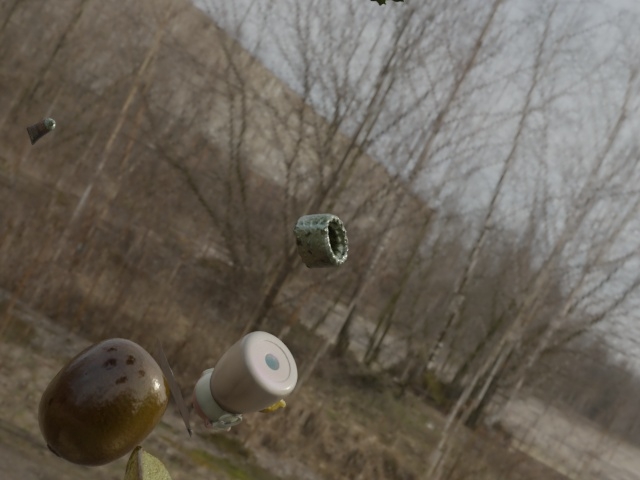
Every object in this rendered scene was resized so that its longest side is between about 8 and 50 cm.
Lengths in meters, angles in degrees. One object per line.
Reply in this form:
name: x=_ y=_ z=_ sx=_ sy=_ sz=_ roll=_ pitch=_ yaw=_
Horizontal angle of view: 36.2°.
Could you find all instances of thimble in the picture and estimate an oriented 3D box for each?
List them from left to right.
thimble: x=0.000 y=0.000 z=1.593 sx=0.062 sy=0.084 sz=0.110 roll=-5 pitch=-19 yaw=22

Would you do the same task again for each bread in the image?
bread: x=-0.247 y=0.375 z=1.320 sx=0.065 sy=0.149 sz=0.187 roll=22 pitch=14 yaw=-18

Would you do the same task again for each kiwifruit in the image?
kiwifruit: x=-0.384 y=0.288 z=1.723 sx=0.196 sy=0.234 sz=0.196 roll=44 pitch=-17 yaw=18

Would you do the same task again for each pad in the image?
pad: x=-0.297 y=0.299 z=1.994 sx=0.113 sy=0.006 sz=0.188 roll=93 pitch=-28 yaw=-50

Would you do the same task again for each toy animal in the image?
toy animal: x=-0.149 y=0.363 z=2.307 sx=0.083 sy=0.070 sz=0.159 roll=23 pitch=-10 yaw=-26

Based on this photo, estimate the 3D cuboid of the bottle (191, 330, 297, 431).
bottle: x=-0.173 y=0.300 z=2.018 sx=0.147 sy=0.236 sz=0.147 roll=31 pitch=39 yaw=-29

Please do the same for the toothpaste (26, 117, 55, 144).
toothpaste: x=-0.541 y=-0.214 z=1.894 sx=0.021 sy=0.037 sz=0.140 roll=-21 pitch=6 yaw=-36

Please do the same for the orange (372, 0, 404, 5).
orange: x=0.085 y=-0.354 z=0.950 sx=0.300 sy=0.223 sz=0.301 roll=-1 pitch=-5 yaw=-29
